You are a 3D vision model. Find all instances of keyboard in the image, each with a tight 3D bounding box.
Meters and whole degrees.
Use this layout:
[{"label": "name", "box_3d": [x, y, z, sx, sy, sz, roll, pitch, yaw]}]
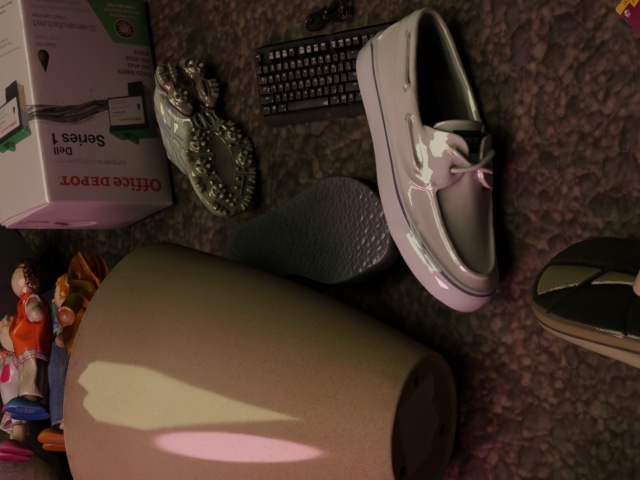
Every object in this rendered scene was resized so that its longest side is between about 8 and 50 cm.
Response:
[{"label": "keyboard", "box_3d": [0.004, -0.164, 1.671, 0.180, 0.023, 0.108, -4, 87, 46]}]

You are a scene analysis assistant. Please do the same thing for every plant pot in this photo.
[{"label": "plant pot", "box_3d": [-0.033, 0.142, 1.573, 0.274, 0.256, 0.256, 6, 95, 30]}]

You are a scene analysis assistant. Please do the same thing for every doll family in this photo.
[{"label": "doll family", "box_3d": [-0.228, 0.099, 1.665, 0.263, 0.118, 0.163, 127, 145, -66]}]

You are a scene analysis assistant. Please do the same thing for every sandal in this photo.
[{"label": "sandal", "box_3d": [0.283, 0.081, 1.330, 0.303, 0.120, 0.086, 28, 148, 47]}, {"label": "sandal", "box_3d": [0.000, -0.001, 1.663, 0.254, 0.054, 0.097, -10, 75, 56]}]

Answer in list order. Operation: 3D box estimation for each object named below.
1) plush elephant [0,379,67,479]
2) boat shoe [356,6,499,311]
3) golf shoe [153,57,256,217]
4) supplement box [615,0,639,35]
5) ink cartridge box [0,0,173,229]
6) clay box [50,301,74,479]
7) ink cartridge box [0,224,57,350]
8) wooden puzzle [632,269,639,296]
[{"label": "plush elephant", "box_3d": [-0.314, 0.301, 1.862, 0.255, 0.330, 0.272, 58, 146, 1]}, {"label": "boat shoe", "box_3d": [0.098, -0.071, 1.518, 0.084, 0.095, 0.258, -38, 65, 45]}, {"label": "golf shoe", "box_3d": [-0.114, -0.087, 1.782, 0.086, 0.069, 0.176, 119, 136, -54]}, {"label": "supplement box", "box_3d": [0.268, -0.164, 1.373, 0.083, 0.043, 0.055, 53, 124, 32]}, {"label": "ink cartridge box", "box_3d": [-0.244, -0.127, 1.836, 0.092, 0.160, 0.219, -19, 77, 45]}, {"label": "clay box", "box_3d": [-0.184, 0.163, 1.789, 0.053, 0.127, 0.222, 137, 123, -63]}, {"label": "ink cartridge box", "box_3d": [-0.475, 0.160, 1.907, 0.395, 0.270, 0.151, -34, 86, 21]}, {"label": "wooden puzzle", "box_3d": [0.338, -0.034, 1.251, 0.238, 0.044, 0.221, 21, 86, 46]}]
